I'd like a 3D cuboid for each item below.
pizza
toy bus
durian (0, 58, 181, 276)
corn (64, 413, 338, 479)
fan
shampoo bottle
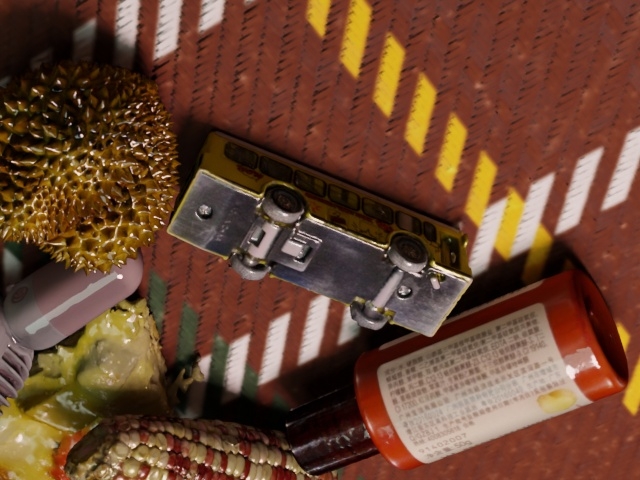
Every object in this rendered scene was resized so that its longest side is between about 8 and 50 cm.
[{"bbox_3d":[-0.210,0.153,1.276,0.280,0.075,0.287,14,128,-10],"label":"pizza"},{"bbox_3d":[0.000,0.000,1.146,0.226,0.074,0.081,20,126,-13],"label":"toy bus"},{"bbox_3d":[-0.176,-0.053,1.081,0.168,0.137,0.158,-44,136,16],"label":"durian"},{"bbox_3d":[-0.093,0.189,1.253,0.253,0.086,0.086,16,131,-38],"label":"corn"},{"bbox_3d":[-0.244,0.067,1.190,0.244,0.130,0.074,-33,125,10],"label":"fan"},{"bbox_3d":[0.100,0.119,1.217,0.278,0.104,0.104,-23,124,20],"label":"shampoo bottle"}]
